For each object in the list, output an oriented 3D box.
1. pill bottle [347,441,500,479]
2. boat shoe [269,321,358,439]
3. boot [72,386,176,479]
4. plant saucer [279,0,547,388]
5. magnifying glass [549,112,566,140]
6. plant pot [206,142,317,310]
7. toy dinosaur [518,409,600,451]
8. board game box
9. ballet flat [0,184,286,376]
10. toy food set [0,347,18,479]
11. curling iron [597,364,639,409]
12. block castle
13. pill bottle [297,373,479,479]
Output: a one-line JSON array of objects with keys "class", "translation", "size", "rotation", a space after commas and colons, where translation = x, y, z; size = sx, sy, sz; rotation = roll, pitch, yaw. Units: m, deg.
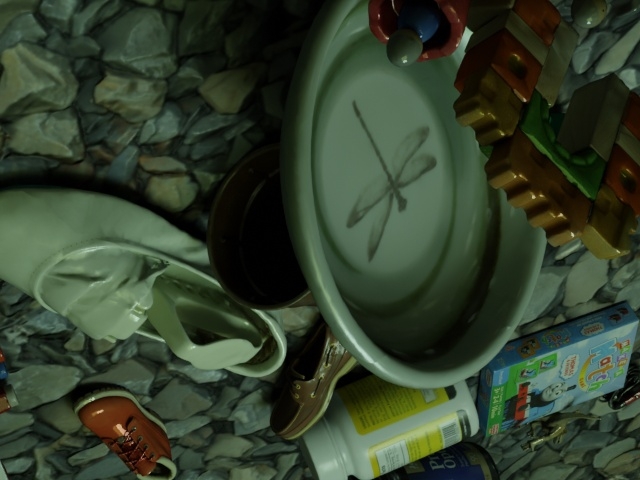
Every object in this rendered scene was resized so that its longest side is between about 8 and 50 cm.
[{"class": "pill bottle", "translation": [0.121, 0.339, 2.094], "size": [0.219, 0.122, 0.122], "rotation": [-2, 137, -31]}, {"class": "boat shoe", "translation": [-0.015, 0.159, 1.847], "size": [0.060, 0.064, 0.178], "rotation": [15, 120, -36]}, {"class": "boot", "translation": [-0.216, 0.222, 1.773], "size": [0.059, 0.084, 0.158], "rotation": [-35, 142, 13]}, {"class": "plant saucer", "translation": [0.073, -0.064, 1.459], "size": [0.101, 0.400, 0.400], "rotation": [-1, 162, 39]}, {"class": "magnifying glass", "translation": [0.250, -0.089, 1.620], "size": [0.026, 0.092, 0.231], "rotation": [2, -178, 6]}, {"class": "plant pot", "translation": [0.000, 0.000, 1.589], "size": [0.167, 0.167, 0.165], "rotation": [-44, 148, 21]}, {"class": "toy dinosaur", "translation": [0.321, 0.251, 2.167], "size": [0.093, 0.053, 0.183], "rotation": [-20, 167, -10]}, {"class": "board game box", "translation": [0.312, 0.172, 2.085], "size": [0.212, 0.039, 0.160], "rotation": [-19, 143, -13]}, {"class": "ballet flat", "translation": [-0.170, 0.051, 1.556], "size": [0.139, 0.139, 0.400], "rotation": [-44, 140, 22]}, {"class": "toy food set", "translation": [-0.349, 0.204, 1.630], "size": [0.105, 0.111, 0.232], "rotation": [-21, 112, -9]}, {"class": "curling iron", "translation": [0.512, 0.161, 2.200], "size": [0.274, 0.035, 0.068], "rotation": [-28, 144, 0]}, {"class": "block castle", "translation": [0.284, -0.135, 1.340], "size": [0.453, 0.212, 0.303], "rotation": [41, 140, -20]}, {"class": "pill bottle", "translation": [0.078, 0.222, 1.929], "size": [0.209, 0.119, 0.119], "rotation": [-21, 143, -8]}]
